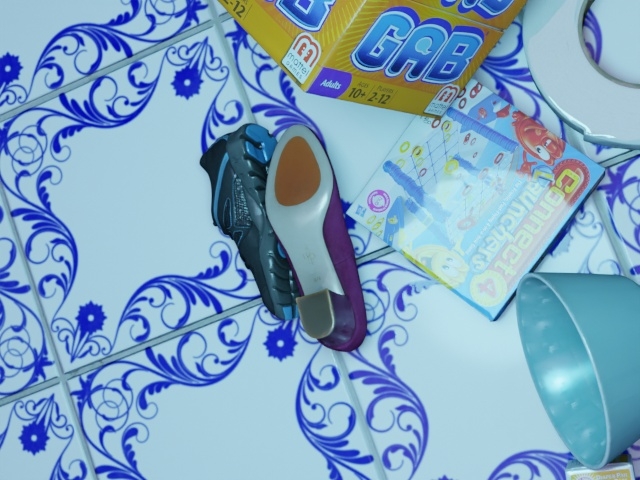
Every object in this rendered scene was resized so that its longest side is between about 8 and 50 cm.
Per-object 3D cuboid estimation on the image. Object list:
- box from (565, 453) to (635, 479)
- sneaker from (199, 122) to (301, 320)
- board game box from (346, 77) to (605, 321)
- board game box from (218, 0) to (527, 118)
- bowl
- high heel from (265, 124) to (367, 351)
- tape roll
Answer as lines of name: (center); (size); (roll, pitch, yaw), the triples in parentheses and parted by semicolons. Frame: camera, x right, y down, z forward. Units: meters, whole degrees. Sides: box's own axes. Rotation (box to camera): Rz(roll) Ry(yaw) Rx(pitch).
box: (0.450, 0.444, 1.748); (0.103, 0.114, 0.203); (-9, 86, 14)
sneaker: (-0.106, -0.024, 1.931); (0.140, 0.125, 0.341); (-18, 85, 40)
board game box: (0.254, -0.076, 1.843); (0.302, 0.086, 0.308); (37, 95, 14)
board game box: (0.078, -0.444, 1.683); (0.356, 0.356, 0.356); (49, 117, 28)
bowl: (0.434, 0.174, 1.699); (0.163, 0.311, 0.311); (-17, 82, -7)
high heel: (0.000, 0.000, 1.881); (0.127, 0.181, 0.377); (-9, 76, 19)
tape roll: (0.520, -0.339, 1.803); (0.392, 0.072, 0.392); (-1, 86, 13)
